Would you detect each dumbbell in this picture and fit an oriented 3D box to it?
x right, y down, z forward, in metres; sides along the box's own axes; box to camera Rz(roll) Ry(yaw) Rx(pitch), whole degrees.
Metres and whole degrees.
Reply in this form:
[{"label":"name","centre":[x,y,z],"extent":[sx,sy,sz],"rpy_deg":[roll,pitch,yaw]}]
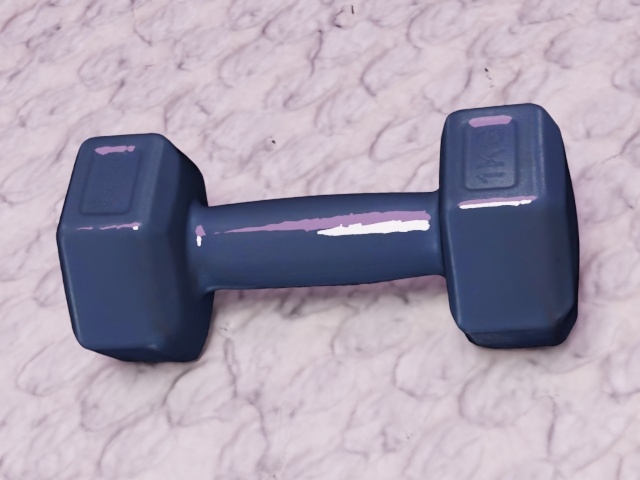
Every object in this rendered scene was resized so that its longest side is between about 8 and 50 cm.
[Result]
[{"label":"dumbbell","centre":[0.000,0.000,0.900],"extent":[0.325,0.160,0.144],"rpy_deg":[-4,18,10]}]
